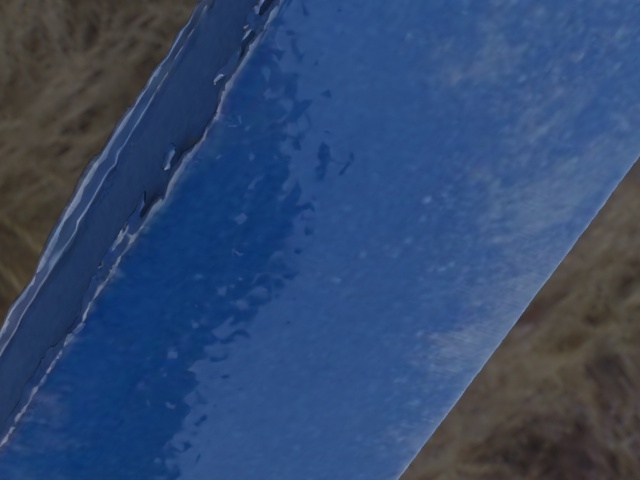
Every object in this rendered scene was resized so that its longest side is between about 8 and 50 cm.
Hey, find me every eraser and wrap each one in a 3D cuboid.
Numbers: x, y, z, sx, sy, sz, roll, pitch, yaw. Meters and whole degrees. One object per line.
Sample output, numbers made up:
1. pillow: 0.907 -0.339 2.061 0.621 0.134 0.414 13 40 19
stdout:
1. eraser: 0.000 0.000 0.523 0.144 0.042 0.312 19 117 -32
